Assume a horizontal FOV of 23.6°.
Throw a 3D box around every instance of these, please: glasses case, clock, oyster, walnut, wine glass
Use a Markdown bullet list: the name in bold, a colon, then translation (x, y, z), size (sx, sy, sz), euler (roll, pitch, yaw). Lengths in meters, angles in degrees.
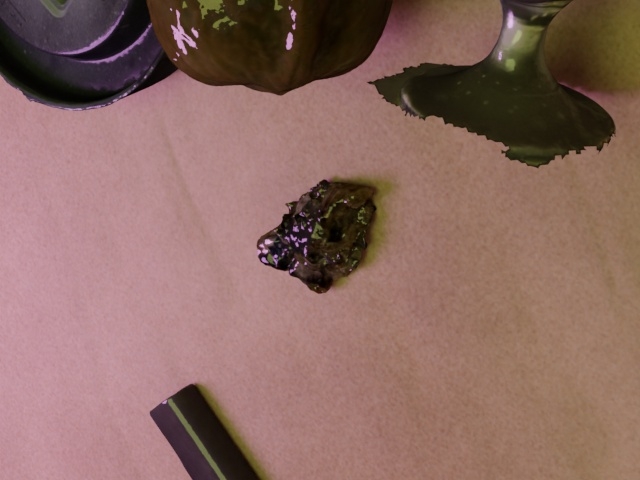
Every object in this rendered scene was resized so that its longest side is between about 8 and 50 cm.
- **glasses case**: translation (-0.124, 0.260, 1.765), size (0.190, 0.042, 0.072), euler (55, 137, 8)
- **clock**: translation (-0.264, -0.330, 1.623), size (0.386, 0.076, 0.386), euler (14, 114, 34)
- **oyster**: translation (0.000, -0.008, 1.567), size (0.103, 0.051, 0.148), euler (40, 116, 10)
- **walnut**: translation (-0.050, -0.270, 1.390), size (0.283, 0.227, 0.283), euler (170, 90, -68)
- **wine glass**: translation (0.178, -0.246, 1.237), size (0.238, 0.238, 0.323), euler (26, 119, 27)
